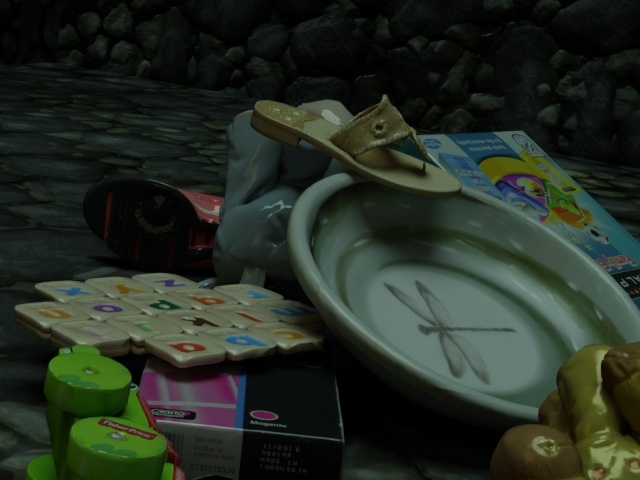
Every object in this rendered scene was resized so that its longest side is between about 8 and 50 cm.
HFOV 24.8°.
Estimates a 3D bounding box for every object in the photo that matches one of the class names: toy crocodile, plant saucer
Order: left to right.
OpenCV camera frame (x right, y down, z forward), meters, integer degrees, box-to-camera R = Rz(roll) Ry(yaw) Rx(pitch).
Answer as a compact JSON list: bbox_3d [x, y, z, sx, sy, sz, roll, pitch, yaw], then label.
[{"bbox_3d":[-0.147,0.166,1.049,0.105,0.115,0.340,8,13,-20],"label":"toy crocodile"},{"bbox_3d":[0.141,0.079,1.471,0.400,0.100,0.400,18,31,-11],"label":"plant saucer"}]

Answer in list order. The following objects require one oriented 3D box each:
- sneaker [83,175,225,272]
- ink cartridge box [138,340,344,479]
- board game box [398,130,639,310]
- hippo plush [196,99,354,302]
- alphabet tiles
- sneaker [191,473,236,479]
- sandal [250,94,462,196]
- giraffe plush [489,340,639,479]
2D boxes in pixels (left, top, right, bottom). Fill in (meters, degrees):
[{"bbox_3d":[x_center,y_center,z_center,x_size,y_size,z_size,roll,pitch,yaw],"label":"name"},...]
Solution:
[{"bbox_3d":[-0.156,-0.007,1.915,0.314,0.116,0.136,13,2,-3],"label":"sneaker"},{"bbox_3d":[-0.074,0.140,1.341,0.176,0.069,0.371,6,10,-3],"label":"ink cartridge box"},{"bbox_3d":[0.268,0.003,1.755,0.254,0.079,0.336,-8,48,-50],"label":"board game box"},{"bbox_3d":[0.000,0.000,1.717,0.234,0.294,0.236,15,-9,28],"label":"hippo plush"},{"bbox_3d":[-0.141,0.076,1.401,0.284,0.021,0.278,-4,14,-40],"label":"alphabet tiles"},{"bbox_3d":[-0.118,0.197,0.834,0.350,0.148,0.131,9,12,11],"label":"sneaker"},{"bbox_3d":[0.045,-0.121,1.550,0.240,0.079,0.088,20,25,7],"label":"sandal"},{"bbox_3d":[0.196,0.190,1.105,0.170,0.181,0.210,-11,54,-27],"label":"giraffe plush"}]
